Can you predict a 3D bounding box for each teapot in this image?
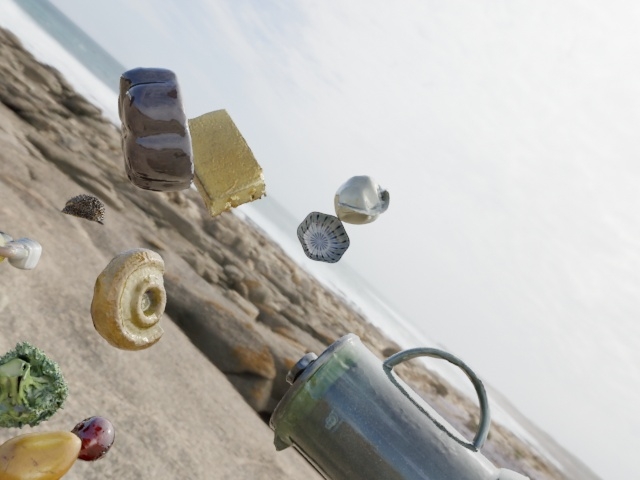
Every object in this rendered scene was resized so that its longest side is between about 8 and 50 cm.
[{"bbox_3d":[0.108,0.267,0.839,0.337,0.270,0.200,40,-6,18],"label":"teapot"}]

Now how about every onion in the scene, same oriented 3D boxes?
[{"bbox_3d":[-0.629,0.544,1.656,0.131,0.131,0.131,42,0,0],"label":"onion"}]

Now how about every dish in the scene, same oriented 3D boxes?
[{"bbox_3d":[0.000,0.000,2.009,0.191,0.190,0.066,42,-31,-2],"label":"dish"}]

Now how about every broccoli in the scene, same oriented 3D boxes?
[{"bbox_3d":[-1.029,0.458,2.011,0.375,0.302,0.249,14,28,-18],"label":"broccoli"}]

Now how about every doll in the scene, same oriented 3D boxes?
[{"bbox_3d":[-0.941,0.018,1.592,0.348,0.161,0.423,1,-1,33],"label":"doll"}]

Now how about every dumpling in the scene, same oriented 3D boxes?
[{"bbox_3d":[0.118,-0.115,1.702,0.250,0.162,0.132,-72,158,-68],"label":"dumpling"}]

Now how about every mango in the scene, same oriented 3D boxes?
[{"bbox_3d":[-0.708,0.547,1.502,0.145,0.219,0.112,70,-22,11],"label":"mango"}]

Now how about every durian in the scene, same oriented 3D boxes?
[{"bbox_3d":[-0.657,-0.093,1.700,0.140,0.071,0.110,25,21,18],"label":"durian"}]

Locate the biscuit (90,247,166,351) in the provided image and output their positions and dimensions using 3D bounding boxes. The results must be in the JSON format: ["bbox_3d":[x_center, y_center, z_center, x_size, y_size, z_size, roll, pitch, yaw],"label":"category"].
[{"bbox_3d":[-0.496,0.164,1.583,0.091,0.274,0.213,9,14,28],"label":"biscuit"}]

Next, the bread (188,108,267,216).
[{"bbox_3d":[-0.281,-0.219,1.663,0.274,0.185,0.114,59,-25,17],"label":"bread"}]

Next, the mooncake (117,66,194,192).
[{"bbox_3d":[-0.324,-0.216,1.191,0.133,0.245,0.245,-5,20,-20],"label":"mooncake"}]
